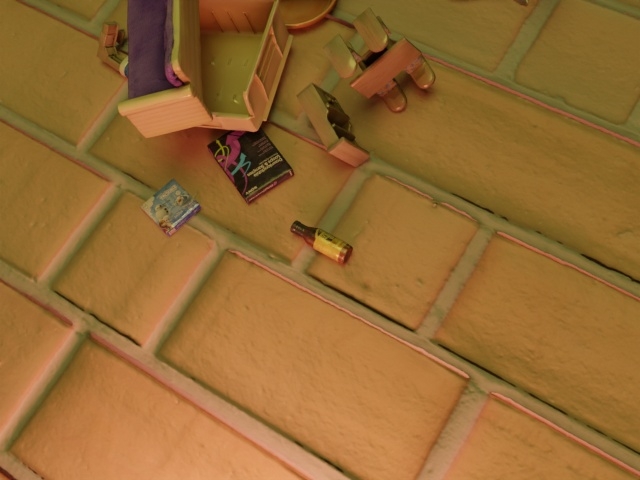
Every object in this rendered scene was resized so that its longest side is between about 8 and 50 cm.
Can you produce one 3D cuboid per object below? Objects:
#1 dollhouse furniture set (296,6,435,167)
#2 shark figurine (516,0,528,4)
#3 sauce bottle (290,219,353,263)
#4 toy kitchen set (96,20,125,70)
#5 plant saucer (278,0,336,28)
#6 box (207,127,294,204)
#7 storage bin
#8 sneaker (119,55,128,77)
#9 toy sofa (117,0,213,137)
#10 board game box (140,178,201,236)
[{"bbox_3d":[0.098,-0.289,1.591,0.242,0.212,0.161,-38,62,20],"label":"dollhouse furniture set"},{"bbox_3d":[0.427,-0.556,1.700,0.166,0.278,0.116,-29,104,-35],"label":"shark figurine"},{"bbox_3d":[0.000,0.000,1.563,0.128,0.042,0.042,28,73,17],"label":"sauce bottle"},{"bbox_3d":[-0.445,-0.437,1.810,0.075,0.083,0.068,35,34,20],"label":"toy kitchen set"},{"bbox_3d":[-0.056,-0.552,1.818,0.200,0.037,0.200,-3,67,7],"label":"plant saucer"},{"bbox_3d":[-0.144,-0.166,1.664,0.116,0.029,0.162,-34,67,-7],"label":"box"},{"bbox_3d":[-0.223,-0.373,1.699,0.262,0.123,0.260,8,67,19],"label":"storage bin"},{"bbox_3d":[-0.370,-0.413,1.789,0.085,0.058,0.152,29,78,25],"label":"sneaker"},{"bbox_3d":[-0.313,-0.399,1.568,0.150,0.177,0.362,-12,64,11],"label":"toy sofa"},{"bbox_3d":[-0.305,-0.068,1.650,0.090,0.020,0.090,-43,66,-11],"label":"board game box"}]
